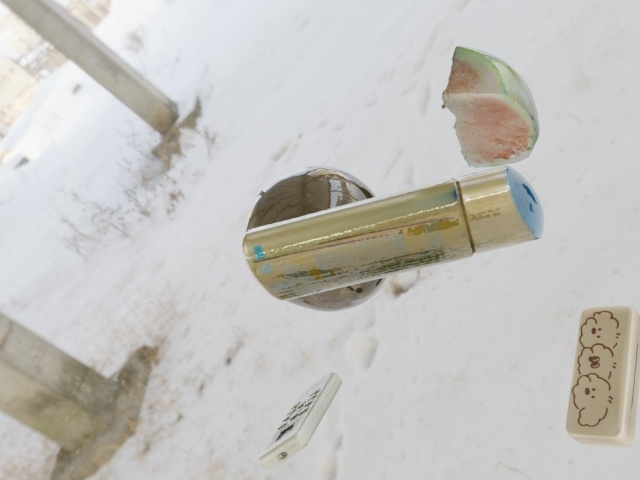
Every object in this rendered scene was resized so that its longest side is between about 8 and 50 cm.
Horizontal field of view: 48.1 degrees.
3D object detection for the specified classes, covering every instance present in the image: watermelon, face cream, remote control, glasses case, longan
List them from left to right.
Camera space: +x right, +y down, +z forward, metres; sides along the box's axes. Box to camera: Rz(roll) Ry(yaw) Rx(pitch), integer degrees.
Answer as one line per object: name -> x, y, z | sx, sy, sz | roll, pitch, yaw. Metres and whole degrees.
remote control -> -0.025, 0.261, 1.063 | 0.087, 0.029, 0.190 | -39, 3, 27
longan -> 0.000, 0.000, 1.211 | 0.258, 0.258, 0.258 | -40, 25, 23
face cream -> 0.077, -0.005, 0.711 | 0.285, 0.139, 0.067 | -13, 68, 11
watermelon -> 0.354, -0.267, 1.514 | 0.180, 0.305, 0.224 | -28, 57, 6
glasses case -> 0.690, 0.323, 1.733 | 0.144, 0.076, 0.336 | -10, 53, 43
